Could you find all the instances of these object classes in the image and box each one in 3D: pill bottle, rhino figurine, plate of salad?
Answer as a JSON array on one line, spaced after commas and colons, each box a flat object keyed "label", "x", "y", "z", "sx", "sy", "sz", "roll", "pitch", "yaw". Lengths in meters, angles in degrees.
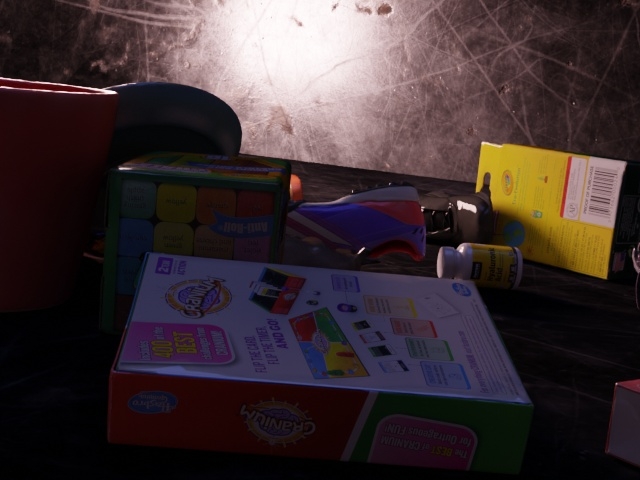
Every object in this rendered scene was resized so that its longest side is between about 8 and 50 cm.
[{"label": "pill bottle", "x": 0.235, "y": 0.037, "z": 1.540, "sx": 0.116, "sy": 0.065, "sz": 0.065, "roll": 5, "pitch": 9, "yaw": -7}, {"label": "rhino figurine", "x": -0.023, "y": 0.029, "z": 1.397, "sx": 0.243, "sy": 0.073, "sz": 0.106, "roll": 3, "pitch": 6, "yaw": -28}, {"label": "plate of salad", "x": -0.244, "y": 0.007, "z": 1.455, "sx": 0.200, "sy": 0.048, "sz": 0.200, "roll": 7, "pitch": 10, "yaw": -1}]

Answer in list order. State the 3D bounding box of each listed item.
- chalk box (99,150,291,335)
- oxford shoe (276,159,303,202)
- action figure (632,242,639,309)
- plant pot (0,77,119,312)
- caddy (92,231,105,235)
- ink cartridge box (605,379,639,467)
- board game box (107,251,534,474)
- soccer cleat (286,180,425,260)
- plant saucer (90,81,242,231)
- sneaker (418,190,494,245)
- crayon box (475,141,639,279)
[{"label": "chalk box", "x": -0.132, "y": 0.005, "z": 1.129, "sx": 0.180, "sy": 0.179, "sz": 0.289, "roll": 5, "pitch": 9, "yaw": -1}, {"label": "oxford shoe", "x": -0.114, "y": -0.114, "z": 2.162, "sx": 0.098, "sy": 0.096, "sz": 0.271, "roll": -2, "pitch": 11, "yaw": -15}, {"label": "action figure", "x": 0.562, "y": 0.052, "z": 1.584, "sx": 0.185, "sy": 0.099, "sz": 0.285, "roll": 1, "pitch": 2, "yaw": 26}, {"label": "plant pot", "x": -0.367, "y": -0.059, "z": 1.166, "sx": 0.275, "sy": 0.243, "sz": 0.275, "roll": 5, "pitch": 9, "yaw": -1}, {"label": "caddy", "x": -0.388, "y": -0.102, "z": 1.651, "sx": 0.342, "sy": 0.179, "sz": 0.241, "roll": 7, "pitch": 31, "yaw": 13}, {"label": "ink cartridge box", "x": 0.351, "y": 0.156, "z": 0.875, "sx": 0.198, "sy": 0.067, "sz": 0.115, "roll": 0, "pitch": 11, "yaw": -37}, {"label": "board game box", "x": -0.005, "y": 0.094, "z": 0.883, "sx": 0.317, "sy": 0.064, "sz": 0.242, "roll": 6, "pitch": 20, "yaw": -4}, {"label": "soccer cleat", "x": 0.000, "y": 0.000, "z": 1.529, "sx": 0.318, "sy": 0.116, "sz": 0.108, "roll": -11, "pitch": -14, "yaw": -7}, {"label": "plant saucer", "x": -0.255, "y": -0.096, "z": 1.409, "sx": 0.318, "sy": 0.043, "sz": 0.317, "roll": -16, "pitch": -27, "yaw": -8}, {"label": "sneaker", "x": 0.219, "y": -0.036, "z": 1.927, "sx": 0.130, "sy": 0.109, "sz": 0.286, "roll": -5, "pitch": 3, "yaw": -23}, {"label": "crayon box", "x": 0.414, "y": -0.061, "z": 1.843, "sx": 0.081, "sy": 0.202, "sz": 0.319, "roll": -1, "pitch": 12, "yaw": -40}]
